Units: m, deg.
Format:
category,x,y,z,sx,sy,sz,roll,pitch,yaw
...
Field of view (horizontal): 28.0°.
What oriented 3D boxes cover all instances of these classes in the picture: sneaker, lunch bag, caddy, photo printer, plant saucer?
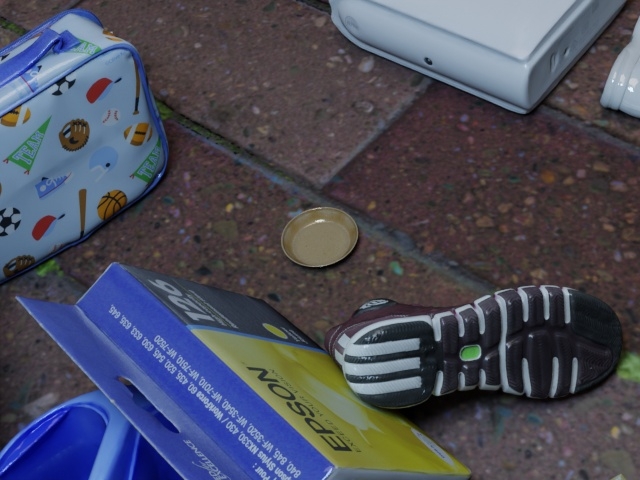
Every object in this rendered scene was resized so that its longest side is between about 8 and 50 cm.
category,x,y,z,sx,sy,sz,roll,pitch,yaw
sneaker,0.134,0.085,1.226,0.281,0.107,0.162,-1,9,-20
lunch bag,-0.309,-0.103,1.371,0.303,0.243,0.115,-38,54,-19
caddy,-0.174,0.283,1.061,0.241,0.179,0.341,-2,50,8
photo printer,0.182,-0.301,1.535,0.307,0.107,0.256,28,60,30
sneaker,0.396,-0.216,1.454,0.094,0.080,0.212,24,65,14
plant saucer,0.000,0.000,1.374,0.083,0.015,0.083,-6,49,7

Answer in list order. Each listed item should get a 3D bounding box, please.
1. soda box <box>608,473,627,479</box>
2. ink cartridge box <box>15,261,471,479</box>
category,x,y,z,sx,sy,sz,roll,pitch,yaw
soda box,0.193,0.272,1.075,0.181,0.061,0.058,-27,51,-12
ink cartridge box,-0.060,0.128,1.106,0.303,0.307,0.072,39,100,34
